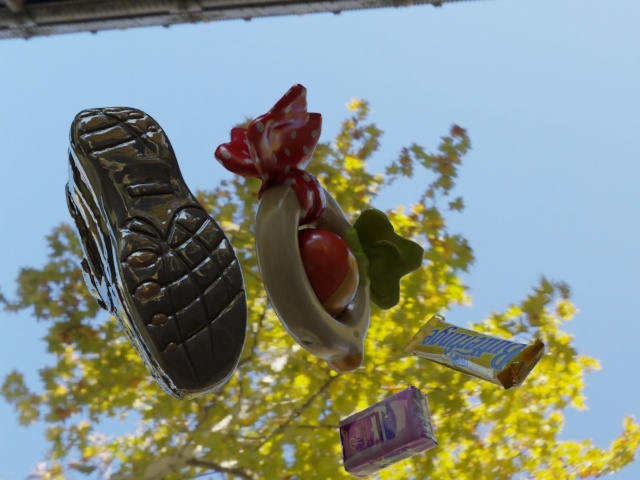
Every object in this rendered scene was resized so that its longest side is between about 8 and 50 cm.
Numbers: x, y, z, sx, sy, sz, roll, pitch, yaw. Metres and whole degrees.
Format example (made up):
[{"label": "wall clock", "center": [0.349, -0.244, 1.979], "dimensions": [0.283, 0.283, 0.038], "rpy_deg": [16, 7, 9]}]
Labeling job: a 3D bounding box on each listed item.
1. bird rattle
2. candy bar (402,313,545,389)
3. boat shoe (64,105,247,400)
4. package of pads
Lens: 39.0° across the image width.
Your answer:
[{"label": "bird rattle", "center": [0.000, 0.000, 0.814], "dimensions": [0.143, 0.253, 0.207], "rpy_deg": [-14, -136, 16]}, {"label": "candy bar", "center": [0.102, 0.074, 0.618], "dimensions": [0.040, 0.161, 0.018], "rpy_deg": [-44, -77, -12]}, {"label": "boat shoe", "center": [-0.181, 0.018, 0.961], "dimensions": [0.130, 0.132, 0.355], "rpy_deg": [-57, -133, 44]}, {"label": "package of pads", "center": [0.055, 0.161, 0.759], "dimensions": [0.083, 0.032, 0.050], "rpy_deg": [-31, -134, 26]}]
